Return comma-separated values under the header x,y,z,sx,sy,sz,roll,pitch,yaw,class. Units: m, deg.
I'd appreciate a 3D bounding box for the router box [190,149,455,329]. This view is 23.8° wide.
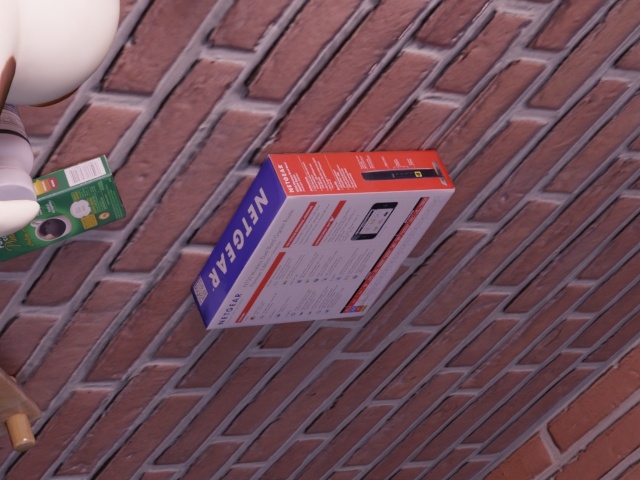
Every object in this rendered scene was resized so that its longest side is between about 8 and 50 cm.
x,y,z,sx,sy,sz,roll,pitch,yaw,class
0.000,0.000,2.325,0.301,0.082,0.335,-3,144,-33,router box

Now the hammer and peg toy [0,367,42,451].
x,y,z,sx,sy,sz,roll,pitch,yaw,class
-0.625,0.292,2.294,0.361,0.127,0.266,-24,152,0,hammer and peg toy

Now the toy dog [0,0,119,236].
x,y,z,sx,sy,sz,roll,pitch,yaw,class
-0.363,-0.203,1.470,0.408,0.395,0.284,-42,155,-48,toy dog

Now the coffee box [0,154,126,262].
x,y,z,sx,sy,sz,roll,pitch,yaw,class
-0.361,-0.043,2.034,0.184,0.040,0.113,-21,150,-7,coffee box

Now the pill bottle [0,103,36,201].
x,y,z,sx,sy,sz,roll,pitch,yaw,class
-0.393,-0.109,1.761,0.108,0.180,0.108,-18,150,-11,pill bottle
